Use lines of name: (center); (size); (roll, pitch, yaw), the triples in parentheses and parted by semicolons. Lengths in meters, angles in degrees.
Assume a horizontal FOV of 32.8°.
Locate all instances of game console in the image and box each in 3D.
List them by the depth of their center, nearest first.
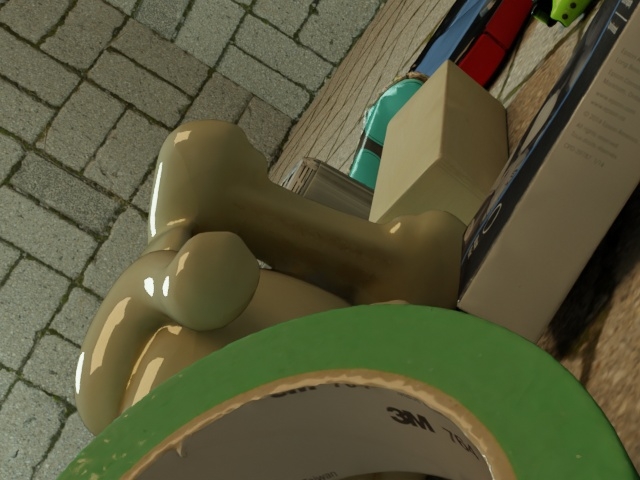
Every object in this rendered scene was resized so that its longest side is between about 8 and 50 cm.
game console: (0.207, -0.297, 1.491); (0.342, 0.060, 0.386); (-61, 9, -15)

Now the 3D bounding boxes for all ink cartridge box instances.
ink cartridge box: (0.194, -0.103, 0.699); (0.332, 0.065, 0.165); (-60, 0, 18)

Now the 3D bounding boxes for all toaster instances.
toaster: (0.000, 0.000, 1.327); (0.227, 0.146, 0.129); (-61, 9, -16)

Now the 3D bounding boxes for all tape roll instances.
tape roll: (-0.012, 0.170, 0.453); (0.321, 0.077, 0.321); (-23, 35, 17)

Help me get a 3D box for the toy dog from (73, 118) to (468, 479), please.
toy dog: (-0.075, 0.151, 0.784); (0.395, 0.285, 0.408); (-55, 11, 27)

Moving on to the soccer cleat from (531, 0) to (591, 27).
soccer cleat: (0.246, -0.268, 1.154); (0.072, 0.060, 0.179); (-58, 11, 15)

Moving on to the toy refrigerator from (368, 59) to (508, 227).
toy refrigerator: (0.123, -0.074, 1.070); (0.102, 0.094, 0.269); (-47, 13, 25)

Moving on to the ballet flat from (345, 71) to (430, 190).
ballet flat: (0.092, -0.126, 1.391); (0.077, 0.091, 0.241); (-37, -18, -48)
